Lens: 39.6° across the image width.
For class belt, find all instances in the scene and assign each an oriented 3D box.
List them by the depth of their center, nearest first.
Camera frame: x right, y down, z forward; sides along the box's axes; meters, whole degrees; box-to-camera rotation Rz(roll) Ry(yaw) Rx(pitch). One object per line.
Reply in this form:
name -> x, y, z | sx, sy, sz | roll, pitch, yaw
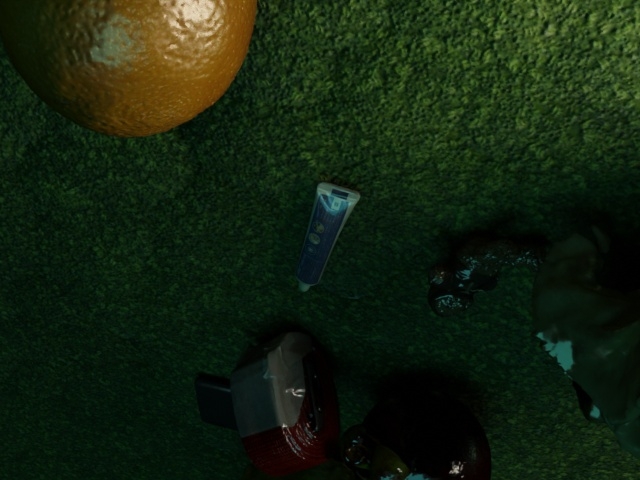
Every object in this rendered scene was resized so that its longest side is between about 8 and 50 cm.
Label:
belt -> -0.044, 0.236, 1.309 | 0.128, 0.201, 0.124 | 3, 158, -45

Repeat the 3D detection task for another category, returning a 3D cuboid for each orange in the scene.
orange -> -0.185, -0.238, 0.864 | 0.264, 0.264, 0.264 | 10, 135, 10

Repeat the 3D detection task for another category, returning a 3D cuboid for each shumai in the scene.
shumai -> 0.430, 0.121, 0.971 | 0.395, 0.395, 0.348 | 45, 156, -24

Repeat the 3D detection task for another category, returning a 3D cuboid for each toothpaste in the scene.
toothpaste -> 0.000, 0.000, 1.168 | 0.057, 0.035, 0.197 | 16, 133, -4

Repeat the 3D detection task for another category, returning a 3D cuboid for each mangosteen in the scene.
mangosteen -> 0.141, 0.321, 1.297 | 0.216, 0.216, 0.216 | 10, 135, 10

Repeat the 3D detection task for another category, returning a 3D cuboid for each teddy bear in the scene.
teddy bear -> 0.192, 0.033, 1.107 | 0.119, 0.078, 0.160 | 10, 141, -43

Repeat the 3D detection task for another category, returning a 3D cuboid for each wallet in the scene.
wallet -> -0.090, 0.290, 1.487 | 0.244, 0.025, 0.124 | 10, 135, 10

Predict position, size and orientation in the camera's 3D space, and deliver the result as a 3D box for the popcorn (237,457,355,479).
popcorn -> -0.048, 0.461, 1.505 | 0.256, 0.255, 0.195 | -19, 109, 2
